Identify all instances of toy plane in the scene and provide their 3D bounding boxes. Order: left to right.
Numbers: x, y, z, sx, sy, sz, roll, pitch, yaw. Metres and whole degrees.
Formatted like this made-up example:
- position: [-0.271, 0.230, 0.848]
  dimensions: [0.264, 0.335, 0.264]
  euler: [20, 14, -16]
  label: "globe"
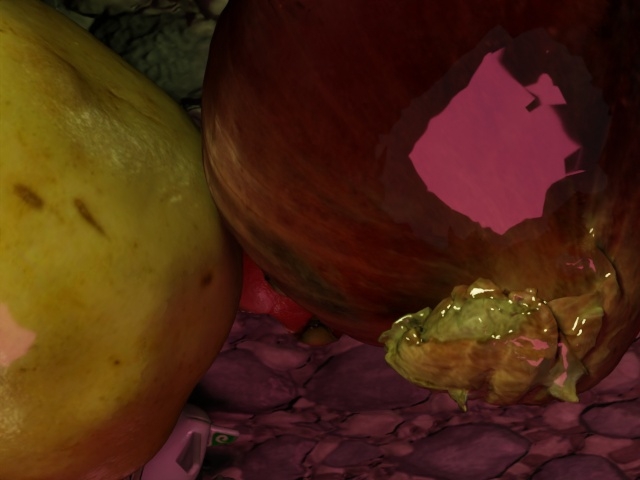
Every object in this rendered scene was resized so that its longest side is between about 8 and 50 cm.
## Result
- position: [-0.134, 0.186, 1.486]
  dimensions: [0.174, 0.080, 0.174]
  euler: [-1, 142, -1]
  label: "toy plane"

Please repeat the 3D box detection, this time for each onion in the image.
- position: [0.095, -0.094, 1.010]
  dimensions: [0.353, 0.354, 0.354]
  euler: [-2, 140, -2]
  label: "onion"

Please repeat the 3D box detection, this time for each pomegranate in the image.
- position: [-0.207, 0.002, 1.099]
  dimensions: [0.332, 0.332, 0.332]
  euler: [-2, 140, -2]
  label: "pomegranate"

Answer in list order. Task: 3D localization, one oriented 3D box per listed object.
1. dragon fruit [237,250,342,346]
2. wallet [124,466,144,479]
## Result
- position: [-0.004, 0.001, 1.244]
  dimensions: [0.137, 0.135, 0.236]
  euler: [22, 174, 2]
  label: "dragon fruit"
- position: [-0.288, 0.153, 1.398]
  dimensions: [0.309, 0.077, 0.223]
  euler: [18, 138, -1]
  label: "wallet"
